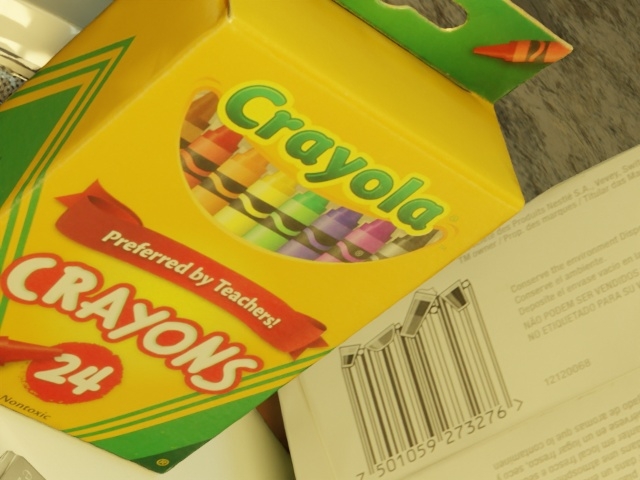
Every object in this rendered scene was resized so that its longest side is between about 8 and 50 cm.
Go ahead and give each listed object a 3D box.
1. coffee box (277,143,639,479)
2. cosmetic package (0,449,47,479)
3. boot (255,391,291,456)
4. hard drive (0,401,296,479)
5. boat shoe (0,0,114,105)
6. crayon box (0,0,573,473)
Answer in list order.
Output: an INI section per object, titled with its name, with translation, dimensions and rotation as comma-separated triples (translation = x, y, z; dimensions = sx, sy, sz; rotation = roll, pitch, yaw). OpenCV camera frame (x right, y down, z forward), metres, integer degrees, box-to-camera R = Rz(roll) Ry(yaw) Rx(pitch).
[coffee box]
translation = 0.212, 0.188, 1.070
dimensions = 0.334, 0.338, 0.338
rotation = 49, 21, -46
[cosmetic package]
translation = -0.106, 0.230, 0.858
dimensions = 0.238, 0.107, 0.127
rotation = 43, 25, -10
[boot]
translation = -0.022, 0.040, 1.169
dimensions = 0.197, 0.152, 0.073
rotation = 49, 26, -5
[hard drive]
translation = -0.107, 0.122, 1.052
dimensions = 0.353, 0.047, 0.233
rotation = 54, 27, 2
[boat shoe]
translation = -0.186, -0.069, 0.983
dimensions = 0.340, 0.158, 0.127
rotation = 25, 18, -19
[crayon box]
translation = -0.051, -0.024, 0.914
dimensions = 0.202, 0.318, 0.081
rotation = 29, 35, -36
